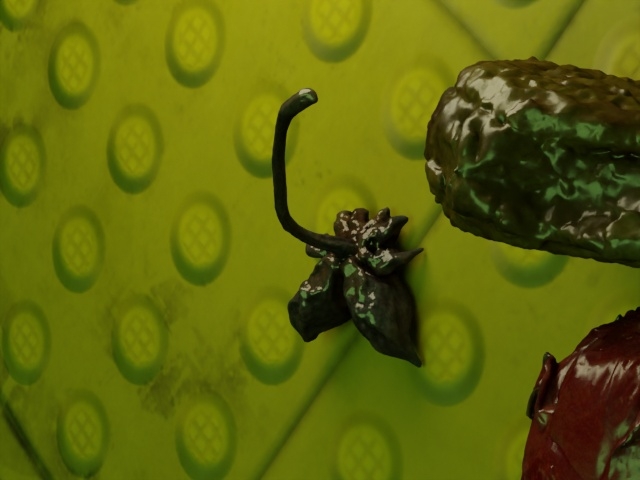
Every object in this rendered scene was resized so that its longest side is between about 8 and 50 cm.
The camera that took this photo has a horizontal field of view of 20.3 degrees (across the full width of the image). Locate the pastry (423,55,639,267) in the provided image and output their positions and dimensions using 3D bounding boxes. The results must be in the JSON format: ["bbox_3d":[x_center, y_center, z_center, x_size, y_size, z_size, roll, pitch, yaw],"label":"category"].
[{"bbox_3d":[0.184,-0.054,1.188,0.240,0.235,0.132,11,93,33],"label":"pastry"}]

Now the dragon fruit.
[{"bbox_3d":[0.238,0.162,1.133,0.241,0.241,0.252,-27,76,41],"label":"dragon fruit"}]

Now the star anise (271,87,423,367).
[{"bbox_3d":[0.000,0.000,1.390,0.218,0.227,0.148,-47,51,20],"label":"star anise"}]
